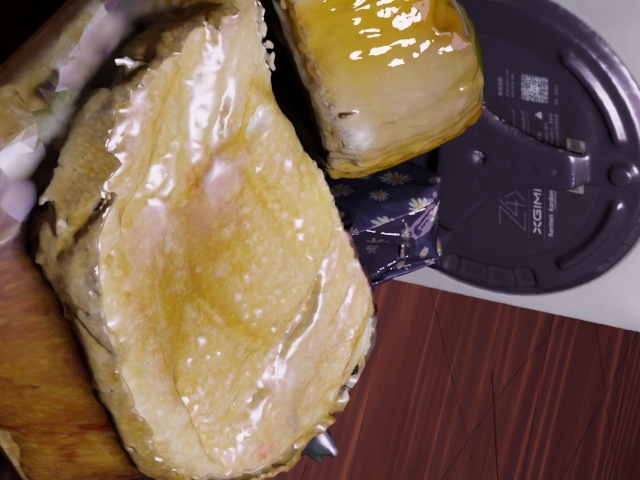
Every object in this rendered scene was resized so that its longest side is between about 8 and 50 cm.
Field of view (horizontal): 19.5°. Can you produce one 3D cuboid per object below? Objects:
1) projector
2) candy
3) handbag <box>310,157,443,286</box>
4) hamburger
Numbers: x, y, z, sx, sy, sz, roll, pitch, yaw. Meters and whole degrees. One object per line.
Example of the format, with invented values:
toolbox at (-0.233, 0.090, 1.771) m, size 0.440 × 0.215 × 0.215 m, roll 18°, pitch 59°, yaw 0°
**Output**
projector at (0.119, -0.073, 1.233) m, size 0.079 × 0.259 × 0.257 m, roll -48°, pitch 141°, yaw -48°
candy at (-0.002, -0.157, 0.962) m, size 0.118 × 0.260 × 0.260 m, roll -26°, pitch 140°, yaw -6°
handbag at (0.000, 0.000, 1.212) m, size 0.139 × 0.115 × 0.072 m, roll -34°, pitch 133°, yaw -36°
hamburger at (-0.094, 0.017, 0.923) m, size 0.211 × 0.132 × 0.309 m, roll -45°, pitch 136°, yaw -27°
